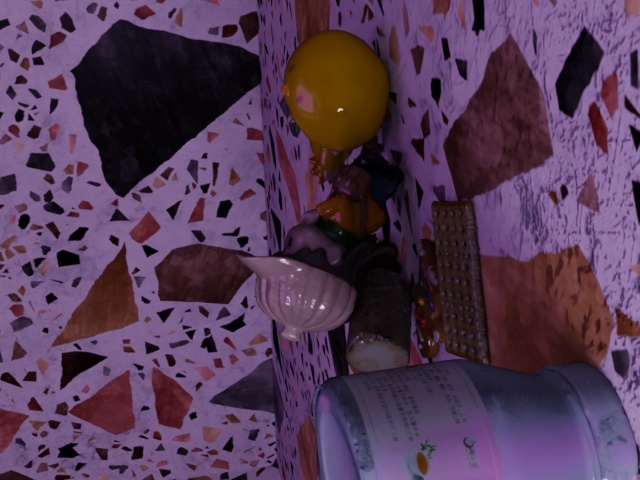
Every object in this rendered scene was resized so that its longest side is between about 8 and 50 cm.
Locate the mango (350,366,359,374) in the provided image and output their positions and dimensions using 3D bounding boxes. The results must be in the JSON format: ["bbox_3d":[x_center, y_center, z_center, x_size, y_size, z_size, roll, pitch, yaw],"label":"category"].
[{"bbox_3d":[0.091,0.232,1.936,0.114,0.057,0.079,106,164,-53],"label":"mango"}]

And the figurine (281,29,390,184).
[{"bbox_3d":[0.021,-0.237,1.701,0.343,0.187,0.215,103,149,-76],"label":"figurine"}]

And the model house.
[{"bbox_3d":[0.039,0.060,1.761,0.164,0.203,0.141,52,170,52],"label":"model house"}]

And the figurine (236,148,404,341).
[{"bbox_3d":[0.027,0.014,1.586,0.204,0.332,0.185,50,166,3],"label":"figurine"}]

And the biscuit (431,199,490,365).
[{"bbox_3d":[0.199,0.057,1.354,0.139,0.016,0.231,-174,78,-74],"label":"biscuit"}]

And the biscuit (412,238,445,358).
[{"bbox_3d":[0.172,0.108,1.519,0.138,0.031,0.205,-111,16,-51],"label":"biscuit"}]

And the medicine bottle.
[{"bbox_3d":[0.158,0.243,0.996,0.245,0.290,0.245,172,90,-78],"label":"medicine bottle"}]

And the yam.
[{"bbox_3d":[0.102,0.132,1.598,0.194,0.107,0.107,-81,-6,-50],"label":"yam"}]
